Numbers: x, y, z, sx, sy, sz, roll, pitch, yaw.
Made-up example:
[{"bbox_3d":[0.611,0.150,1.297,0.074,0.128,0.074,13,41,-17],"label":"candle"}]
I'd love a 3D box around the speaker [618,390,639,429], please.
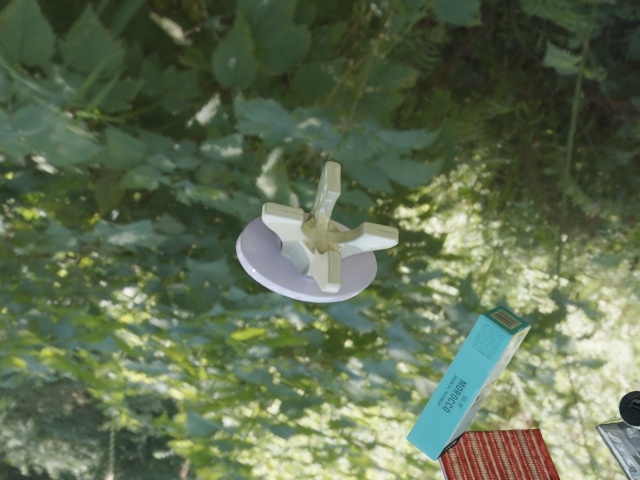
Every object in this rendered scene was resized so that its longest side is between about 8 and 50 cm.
[{"bbox_3d":[0.500,0.265,1.299,0.055,0.055,0.136,18,173,39],"label":"speaker"}]

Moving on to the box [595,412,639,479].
[{"bbox_3d":[0.695,0.466,1.750,0.242,0.077,0.307,60,176,13],"label":"box"}]

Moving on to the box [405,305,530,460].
[{"bbox_3d":[0.231,0.222,1.334,0.060,0.244,0.100,35,-160,22],"label":"box"}]

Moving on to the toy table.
[{"bbox_3d":[0.000,0.000,1.561,0.274,0.252,0.161,0,155,-24],"label":"toy table"}]

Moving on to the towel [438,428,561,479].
[{"bbox_3d":[0.363,0.471,1.702,0.275,0.198,0.031,4,138,-24],"label":"towel"}]
